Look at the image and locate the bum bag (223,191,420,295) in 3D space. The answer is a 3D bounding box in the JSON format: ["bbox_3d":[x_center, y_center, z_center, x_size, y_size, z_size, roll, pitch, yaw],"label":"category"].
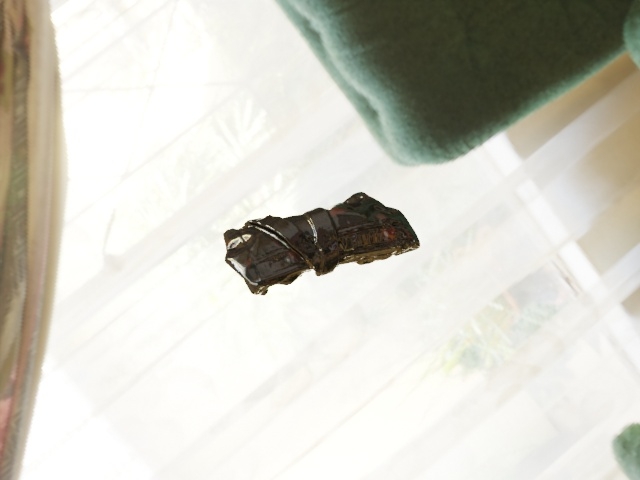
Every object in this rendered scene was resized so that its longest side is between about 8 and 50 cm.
[{"bbox_3d":[0.000,-0.001,0.497,0.058,0.124,0.034,45,134,36],"label":"bum bag"}]
